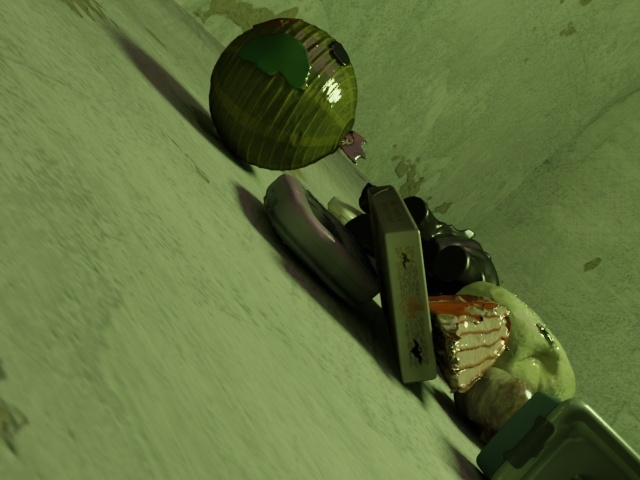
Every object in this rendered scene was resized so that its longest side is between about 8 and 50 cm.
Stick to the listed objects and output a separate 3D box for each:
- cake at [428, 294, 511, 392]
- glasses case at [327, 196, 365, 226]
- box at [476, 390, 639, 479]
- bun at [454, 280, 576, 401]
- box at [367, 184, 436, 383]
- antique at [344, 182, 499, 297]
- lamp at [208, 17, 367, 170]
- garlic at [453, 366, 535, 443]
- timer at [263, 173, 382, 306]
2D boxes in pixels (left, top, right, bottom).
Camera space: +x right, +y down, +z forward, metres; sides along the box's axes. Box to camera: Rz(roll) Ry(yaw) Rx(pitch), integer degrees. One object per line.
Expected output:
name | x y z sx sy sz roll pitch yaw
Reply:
cake | 0.201 0.132 1.424 0.135 0.098 0.287 5 10 6
glasses case | 0.078 -0.028 2.075 0.081 0.051 0.204 51 9 37
box | 0.310 0.301 1.265 0.227 0.162 0.130 44 -2 -15
bun | 0.298 0.192 1.722 0.273 0.168 0.273 52 -6 8
box | 0.111 0.047 1.481 0.365 0.051 0.205 -92 174 -78
antique | 0.206 0.040 1.953 0.255 0.185 0.322 28 16 -49
lamp | -0.040 -0.217 1.649 0.284 0.250 0.250 36 6 9
garlic | 0.258 0.244 1.479 0.147 0.102 0.159 34 -7 12
timer | 0.000 0.000 1.447 0.191 0.069 0.208 45 9 -20
